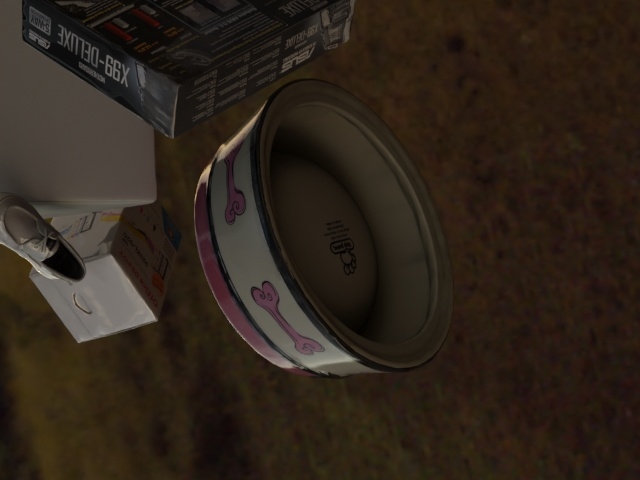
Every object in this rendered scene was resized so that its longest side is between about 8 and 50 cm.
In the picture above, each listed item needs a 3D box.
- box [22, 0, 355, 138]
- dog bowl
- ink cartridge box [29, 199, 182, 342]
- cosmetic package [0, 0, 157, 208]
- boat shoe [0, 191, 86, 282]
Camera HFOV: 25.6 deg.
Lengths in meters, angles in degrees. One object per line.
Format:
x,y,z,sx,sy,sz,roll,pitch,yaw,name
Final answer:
-0.146,-0.259,1.616,0.242,0.307,0.076,33,136,24,box
0.000,0.000,1.866,0.150,0.408,0.408,-25,74,32,dog bowl
-0.371,0.029,2.470,0.171,0.168,0.233,59,-155,-33,ink cartridge box
-0.468,-0.196,1.973,0.393,0.327,0.329,-4,87,53,cosmetic package
-0.359,0.002,1.791,0.063,0.066,0.184,17,154,30,boat shoe
